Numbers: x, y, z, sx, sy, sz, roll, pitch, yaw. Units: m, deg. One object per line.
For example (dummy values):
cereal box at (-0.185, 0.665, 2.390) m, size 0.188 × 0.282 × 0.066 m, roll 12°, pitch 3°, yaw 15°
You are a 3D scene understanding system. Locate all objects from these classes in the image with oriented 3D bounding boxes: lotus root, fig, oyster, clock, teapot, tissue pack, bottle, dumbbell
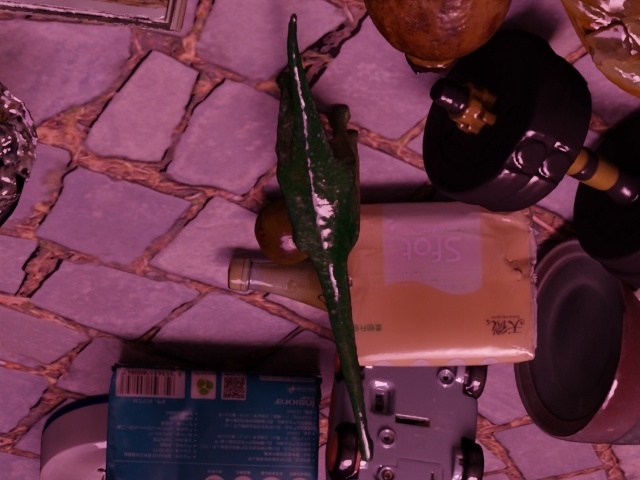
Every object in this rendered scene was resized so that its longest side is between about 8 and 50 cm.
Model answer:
lotus root at (0.107, -0.249, 1.677) m, size 0.145 × 0.128 × 0.260 m, roll 10°, pitch 139°, yaw 7°
fig at (-0.029, -0.012, 2.048) m, size 0.088 × 0.074 × 0.074 m, roll -8°, pitch 149°, yaw -29°
oyster at (-0.398, -0.060, 1.816) m, size 0.252 × 0.087 × 0.199 m, roll -10°, pitch 124°, yaw -1°
clock at (-0.260, 0.296, 2.451) m, size 0.230 × 0.083 × 0.230 m, roll 1°, pitch 144°, yaw 1°
teapot at (0.428, 0.103, 2.094) m, size 0.312 × 0.233 × 0.315 m, roll 7°, pitch 146°, yaw -26°
tissue pack at (0.128, 0.047, 2.035) m, size 0.222 × 0.186 × 0.090 m, roll -1°, pitch 176°, yaw 3°
bottle at (0.027, 0.051, 2.123) m, size 0.270 × 0.083 × 0.083 m, roll 7°, pitch 143°, yaw -3°
tissue pack at (-0.134, 0.253, 2.289) m, size 0.271 × 0.192 × 0.134 m, roll 4°, pitch 175°, yaw -6°
dumbbell at (0.265, -0.078, 1.868) m, size 0.388 × 0.185 × 0.185 m, roll 23°, pitch 137°, yaw -31°

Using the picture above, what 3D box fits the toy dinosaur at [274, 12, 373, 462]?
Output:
toy dinosaur at (0.000, 0.000, 1.868) m, size 0.087 × 0.300 × 0.447 m, roll -6°, pitch 145°, yaw 9°

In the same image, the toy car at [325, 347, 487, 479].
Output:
toy car at (0.088, 0.237, 2.230) m, size 0.181 × 0.270 × 0.212 m, roll 9°, pitch 152°, yaw -10°

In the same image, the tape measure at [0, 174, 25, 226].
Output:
tape measure at (-0.395, -0.079, 1.901) m, size 0.181 × 0.107 × 0.182 m, roll 8°, pitch 128°, yaw -6°

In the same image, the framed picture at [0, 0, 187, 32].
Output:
framed picture at (-0.250, -0.279, 1.716) m, size 0.274 × 0.017 × 0.217 m, roll 5°, pitch 143°, yaw -8°

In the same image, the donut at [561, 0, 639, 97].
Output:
donut at (0.363, -0.268, 1.631) m, size 0.360 × 0.170 × 0.360 m, roll 1°, pitch 139°, yaw 1°
